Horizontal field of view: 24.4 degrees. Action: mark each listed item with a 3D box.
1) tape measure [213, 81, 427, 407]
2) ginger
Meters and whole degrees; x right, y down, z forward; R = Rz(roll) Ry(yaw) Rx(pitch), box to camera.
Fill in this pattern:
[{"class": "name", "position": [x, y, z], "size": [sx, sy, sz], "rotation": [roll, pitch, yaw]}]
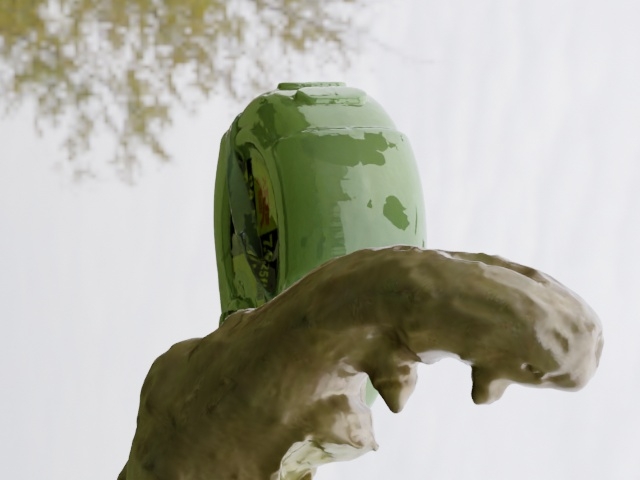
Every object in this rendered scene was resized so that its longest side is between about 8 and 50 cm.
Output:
[{"class": "tape measure", "position": [0.000, 0.000, 0.832], "size": [0.175, 0.106, 0.200], "rotation": [144, -56, -65]}, {"class": "ginger", "position": [0.001, 0.044, 0.451], "size": [0.173, 0.051, 0.069], "rotation": [-33, -116, 32]}]
